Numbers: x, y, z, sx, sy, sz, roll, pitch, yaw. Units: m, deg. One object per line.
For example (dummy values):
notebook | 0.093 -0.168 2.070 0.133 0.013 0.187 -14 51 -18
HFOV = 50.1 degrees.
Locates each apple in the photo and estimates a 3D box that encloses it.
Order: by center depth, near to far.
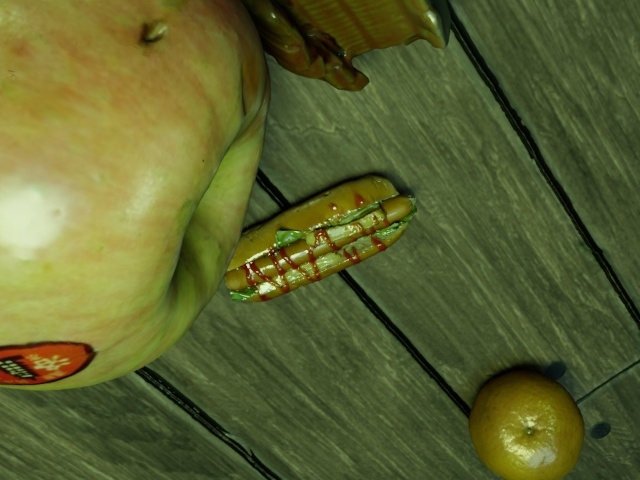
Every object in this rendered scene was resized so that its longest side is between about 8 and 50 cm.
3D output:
apple | -0.229 -0.077 0.562 0.347 0.391 0.391 22 114 8

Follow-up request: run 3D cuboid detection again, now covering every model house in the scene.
model house | -0.018 -0.263 0.636 0.229 0.199 0.219 -10 79 20

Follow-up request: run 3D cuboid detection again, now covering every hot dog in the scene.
hot dog | 0.000 0.000 0.815 0.250 0.076 0.104 -21 118 3

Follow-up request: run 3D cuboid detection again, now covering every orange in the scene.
orange | 0.290 0.266 0.971 0.159 0.158 0.136 -29 162 5
